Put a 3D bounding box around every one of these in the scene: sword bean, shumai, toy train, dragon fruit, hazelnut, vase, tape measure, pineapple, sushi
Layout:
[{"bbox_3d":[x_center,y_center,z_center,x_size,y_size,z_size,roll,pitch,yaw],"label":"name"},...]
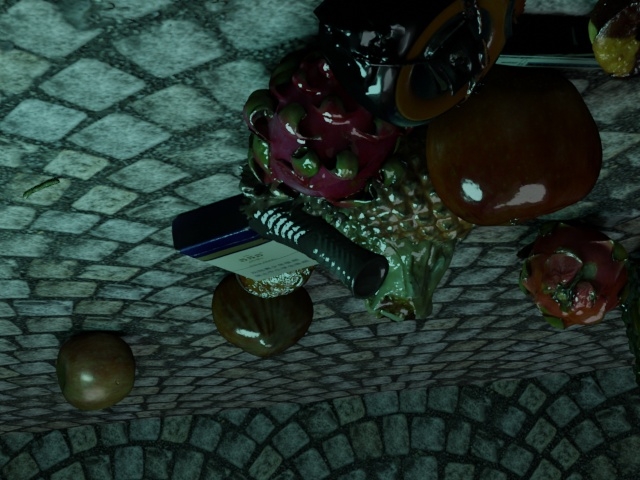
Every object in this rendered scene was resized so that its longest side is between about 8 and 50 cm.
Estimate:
[{"bbox_3d":[-0.432,-0.081,1.441,0.083,0.012,0.012,-18,157,33],"label":"sword bean"},{"bbox_3d":[0.126,0.037,1.647,0.256,0.218,0.189,-14,167,23],"label":"shumai"},{"bbox_3d":[0.256,-0.241,1.142,0.252,0.055,0.048,0,169,-14],"label":"toy train"},{"bbox_3d":[-0.002,-0.141,1.175,0.218,0.198,0.273,-5,-172,-36],"label":"dragon fruit"},{"bbox_3d":[-0.122,0.159,1.931,0.210,0.210,0.186,-1,157,-15],"label":"hazelnut"},{"bbox_3d":[0.000,0.000,1.455,0.237,0.115,0.115,34,-173,37],"label":"vase"},{"bbox_3d":[0.104,-0.220,0.961,0.202,0.135,0.223,-46,148,5],"label":"tape measure"},{"bbox_3d":[0.057,-0.078,1.379,0.361,0.175,0.175,1,159,-10],"label":"pineapple"},{"bbox_3d":[0.785,0.172,2.081,0.178,0.294,0.352,-10,162,4],"label":"sushi"},{"bbox_3d":[0.495,0.067,1.836,0.224,0.224,0.227,-13,165,18],"label":"dragon fruit"}]

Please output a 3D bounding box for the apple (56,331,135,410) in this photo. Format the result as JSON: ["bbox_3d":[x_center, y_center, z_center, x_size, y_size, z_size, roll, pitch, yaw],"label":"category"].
[{"bbox_3d":[-0.540,0.314,2.250,0.174,0.188,0.188,-1,160,-27],"label":"apple"}]

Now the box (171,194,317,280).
[{"bbox_3d":[-0.123,0.000,1.668,0.168,0.071,0.259,-16,157,26],"label":"box"}]

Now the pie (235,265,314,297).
[{"bbox_3d":[-0.083,0.065,1.834,0.191,0.088,0.033,-14,-178,20],"label":"pie"}]

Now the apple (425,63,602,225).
[{"bbox_3d":[0.254,-0.130,1.227,0.230,0.229,0.230,-5,160,-2],"label":"apple"}]

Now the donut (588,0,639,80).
[{"bbox_3d":[0.379,-0.253,1.087,0.141,0.059,0.140,-8,144,-6],"label":"donut"}]
